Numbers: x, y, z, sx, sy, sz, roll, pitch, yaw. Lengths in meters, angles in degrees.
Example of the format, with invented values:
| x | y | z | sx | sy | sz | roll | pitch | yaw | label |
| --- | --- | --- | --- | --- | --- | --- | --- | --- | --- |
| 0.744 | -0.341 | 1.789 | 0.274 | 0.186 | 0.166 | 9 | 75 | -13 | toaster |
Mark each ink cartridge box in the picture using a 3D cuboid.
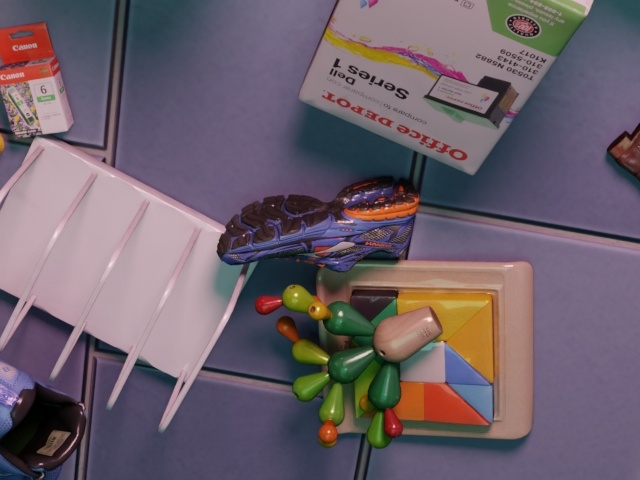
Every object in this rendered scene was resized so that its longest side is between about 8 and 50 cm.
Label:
| x | y | z | sx | sy | sz | roll | pitch | yaw | label |
| --- | --- | --- | --- | --- | --- | --- | --- | --- | --- |
| 0.117 | -0.206 | 1.346 | 0.201 | 0.117 | 0.278 | 24 | 148 | -4 | ink cartridge box |
| -0.308 | -0.169 | 1.528 | 0.063 | 0.029 | 0.115 | -7 | 113 | 10 | ink cartridge box |

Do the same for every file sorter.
| x | y | z | sx | sy | sz | roll | pitch | yaw | label |
| --- | --- | --- | --- | --- | --- | --- | --- | --- | --- |
| -0.235 | 0.053 | 1.541 | 0.278 | 0.173 | 0.193 | 27 | 114 | -7 | file sorter |

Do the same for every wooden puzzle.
| x | y | z | sx | sy | sz | roll | pitch | yaw | label |
| --- | --- | --- | --- | --- | --- | --- | --- | --- | --- |
| 0.118 | 0.126 | 1.604 | 0.239 | 0.044 | 0.221 | -1 | 113 | 6 | wooden puzzle |

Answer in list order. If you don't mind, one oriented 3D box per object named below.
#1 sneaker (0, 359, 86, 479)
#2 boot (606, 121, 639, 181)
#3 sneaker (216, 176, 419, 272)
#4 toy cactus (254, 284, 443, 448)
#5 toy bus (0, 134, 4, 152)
| x | y | z | sx | sy | sz | roll | pitch | yaw | label |
| --- | --- | --- | --- | --- | --- | --- | --- | --- | --- |
| -0.331 | 0.222 | 1.571 | 0.147 | 0.129 | 0.330 | 21 | 159 | 12 | sneaker |
| 0.371 | -0.085 | 1.487 | 0.114 | 0.037 | 0.106 | 44 | 124 | -9 | boot |
| 0.000 | 0.000 | 1.525 | 0.221 | 0.083 | 0.087 | -9 | 120 | -4 | sneaker |
| 0.043 | 0.125 | 1.553 | 0.180 | 0.112 | 0.219 | -28 | 96 | 12 | toy cactus |
| -0.467 | -0.060 | 1.496 | 0.220 | 0.211 | 0.149 | -33 | 108 | 20 | toy bus |
